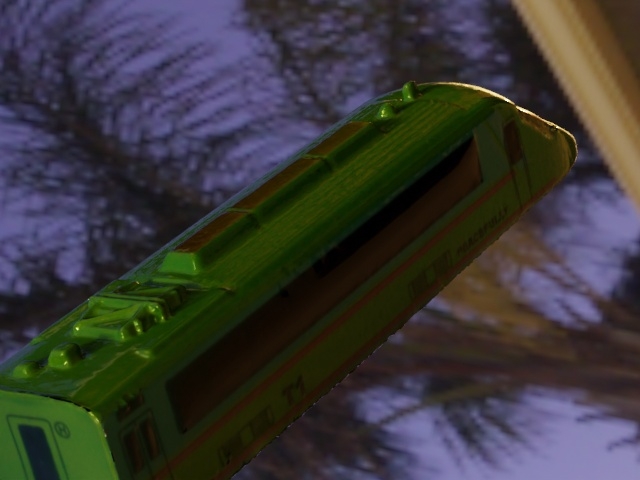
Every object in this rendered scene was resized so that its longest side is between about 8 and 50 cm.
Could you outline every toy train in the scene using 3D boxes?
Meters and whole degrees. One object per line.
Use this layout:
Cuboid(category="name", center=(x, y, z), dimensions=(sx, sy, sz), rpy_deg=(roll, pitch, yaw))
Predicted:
Cuboid(category="toy train", center=(0.000, 0.000, 0.473), dimensions=(0.209, 0.044, 0.042), rpy_deg=(-39, -56, -45))
